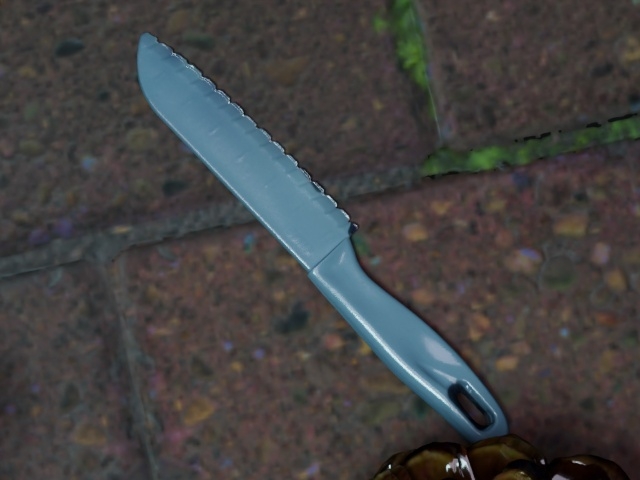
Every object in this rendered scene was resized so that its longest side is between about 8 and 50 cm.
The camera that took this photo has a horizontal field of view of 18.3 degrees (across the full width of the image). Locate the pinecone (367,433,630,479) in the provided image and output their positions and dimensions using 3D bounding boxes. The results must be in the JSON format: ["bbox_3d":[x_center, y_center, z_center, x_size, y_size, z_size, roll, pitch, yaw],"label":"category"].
[{"bbox_3d":[0.082,0.202,1.009,0.221,0.221,0.221,0,85,0],"label":"pinecone"}]

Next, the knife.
[{"bbox_3d":[0.000,0.000,1.119,0.044,0.019,0.313,-43,85,-11],"label":"knife"}]
